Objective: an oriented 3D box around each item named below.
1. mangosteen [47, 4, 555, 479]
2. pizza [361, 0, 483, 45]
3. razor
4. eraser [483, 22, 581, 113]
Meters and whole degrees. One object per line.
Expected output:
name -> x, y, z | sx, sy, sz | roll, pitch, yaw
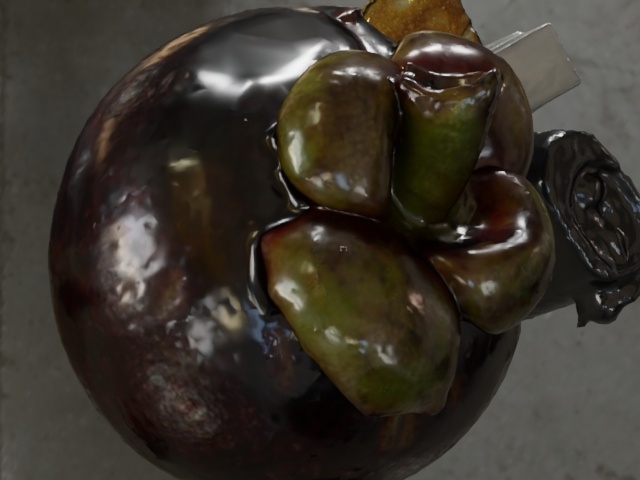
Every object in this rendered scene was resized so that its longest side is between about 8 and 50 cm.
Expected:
mangosteen -> 0.000, 0.000, 0.914 | 0.307, 0.347, 0.307 | 12, 68, -32
pizza -> 0.110, -0.178, 1.449 | 0.176, 0.036, 0.185 | 23, 80, 11
razor -> 0.145, 0.002, 1.380 | 0.107, 0.327, 0.189 | -45, 107, -34
eraser -> 0.102, -0.104, 1.196 | 0.124, 0.210, 0.068 | -28, 95, -15
